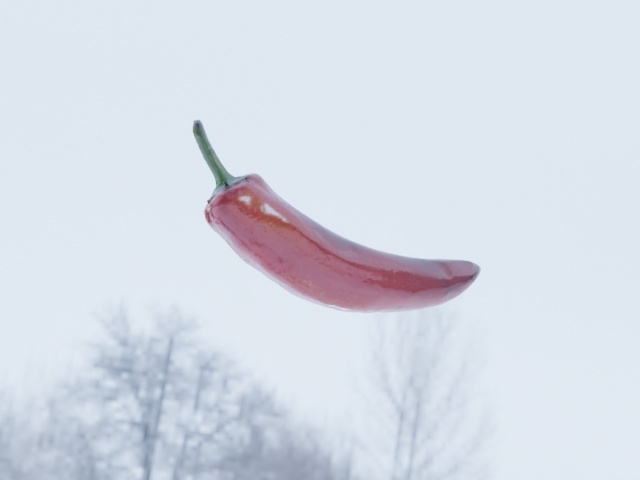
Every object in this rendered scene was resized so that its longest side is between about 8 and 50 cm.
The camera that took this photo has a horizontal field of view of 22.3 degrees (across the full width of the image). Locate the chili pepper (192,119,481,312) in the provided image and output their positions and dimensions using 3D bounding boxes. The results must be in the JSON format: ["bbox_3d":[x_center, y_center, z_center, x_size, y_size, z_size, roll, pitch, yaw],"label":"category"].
[{"bbox_3d":[0.003,0.007,1.764,0.368,0.137,0.092,28,-40,-18],"label":"chili pepper"}]
